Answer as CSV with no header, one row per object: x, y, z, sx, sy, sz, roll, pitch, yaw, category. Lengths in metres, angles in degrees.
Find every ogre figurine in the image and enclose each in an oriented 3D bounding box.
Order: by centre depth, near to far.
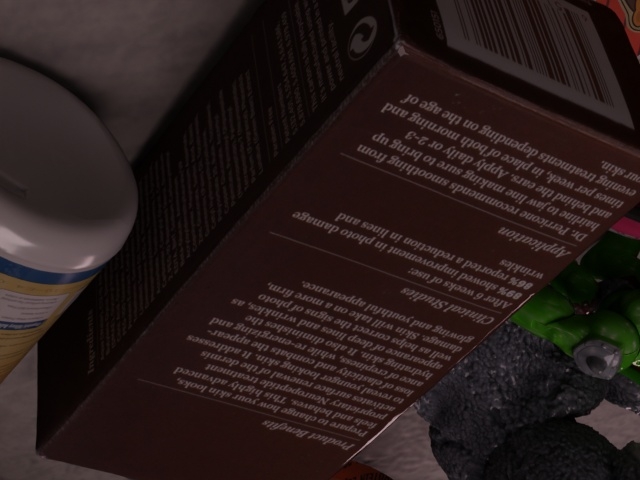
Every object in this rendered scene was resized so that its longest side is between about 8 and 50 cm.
0.203,0.036,0.955,0.197,0.118,0.097,9,121,-41,ogre figurine

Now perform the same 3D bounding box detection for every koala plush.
0.154,0.152,1.016,0.196,0.221,0.203,-32,136,18,koala plush

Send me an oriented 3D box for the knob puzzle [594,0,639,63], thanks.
0.143,-0.139,0.842,0.213,0.030,0.213,-9,138,-8,knob puzzle

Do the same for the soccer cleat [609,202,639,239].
0.327,-0.056,0.928,0.331,0.116,0.143,-11,169,11,soccer cleat

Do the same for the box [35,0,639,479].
0.000,0.000,0.847,0.191,0.143,0.381,20,130,-30,box

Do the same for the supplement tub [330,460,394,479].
-0.017,0.339,1.178,0.207,0.207,0.338,-2,137,-15,supplement tub

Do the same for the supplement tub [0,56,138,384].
-0.211,0.009,0.808,0.144,0.144,0.200,22,126,-35,supplement tub
